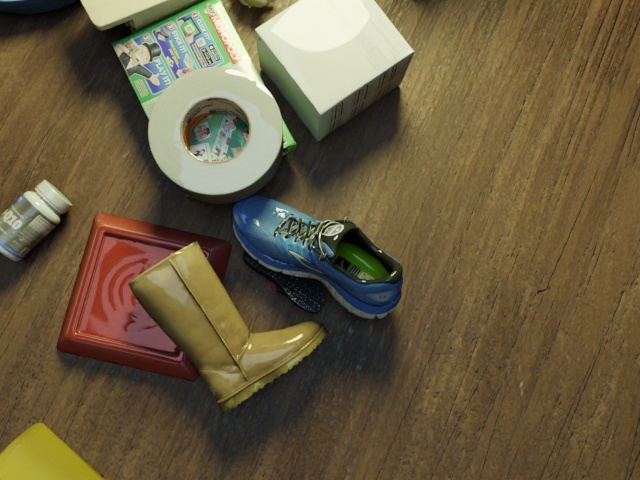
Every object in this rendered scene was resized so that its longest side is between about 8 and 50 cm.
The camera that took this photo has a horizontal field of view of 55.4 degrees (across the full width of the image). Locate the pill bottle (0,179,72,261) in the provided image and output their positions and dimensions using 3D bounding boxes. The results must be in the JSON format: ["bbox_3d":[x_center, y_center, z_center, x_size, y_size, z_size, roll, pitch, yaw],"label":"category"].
[{"bbox_3d":[-0.511,-0.037,1.072,0.078,0.078,0.137,43,81,5],"label":"pill bottle"}]

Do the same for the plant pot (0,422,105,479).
[{"bbox_3d":[-0.471,0.440,0.939,0.212,0.187,0.212,40,81,5],"label":"plant pot"}]

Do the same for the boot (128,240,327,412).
[{"bbox_3d":[-0.149,0.118,1.026,0.236,0.089,0.270,-34,92,-17],"label":"boot"}]

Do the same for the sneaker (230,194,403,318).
[{"bbox_3d":[0.000,0.000,1.034,0.329,0.147,0.130,27,58,7],"label":"sneaker"}]

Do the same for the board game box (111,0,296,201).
[{"bbox_3d":[-0.209,-0.257,1.094,0.213,0.046,0.317,-26,82,-6],"label":"board game box"}]

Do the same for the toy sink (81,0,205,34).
[{"bbox_3d":[-0.322,-0.462,1.127,0.234,0.131,0.153,-28,83,-12],"label":"toy sink"}]

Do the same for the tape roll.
[{"bbox_3d":[-0.171,-0.174,1.022,0.219,0.072,0.219,0,80,-1],"label":"tape roll"}]

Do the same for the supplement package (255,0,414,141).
[{"bbox_3d":[0.022,-0.329,1.108,0.203,0.149,0.194,-36,84,-7],"label":"supplement package"}]

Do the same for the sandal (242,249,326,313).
[{"bbox_3d":[-0.063,0.067,1.094,0.179,0.040,0.067,36,61,14],"label":"sandal"}]

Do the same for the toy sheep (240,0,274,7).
[{"bbox_3d":[-0.133,-0.499,1.166,0.091,0.091,0.132,-21,68,-6],"label":"toy sheep"}]

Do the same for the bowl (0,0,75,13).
[{"bbox_3d":[-0.570,-0.618,1.169,0.390,0.077,0.392,0,80,-2],"label":"bowl"}]

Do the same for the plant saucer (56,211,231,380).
[{"bbox_3d":[-0.313,0.095,1.075,0.258,0.048,0.259,13,80,-1],"label":"plant saucer"}]
